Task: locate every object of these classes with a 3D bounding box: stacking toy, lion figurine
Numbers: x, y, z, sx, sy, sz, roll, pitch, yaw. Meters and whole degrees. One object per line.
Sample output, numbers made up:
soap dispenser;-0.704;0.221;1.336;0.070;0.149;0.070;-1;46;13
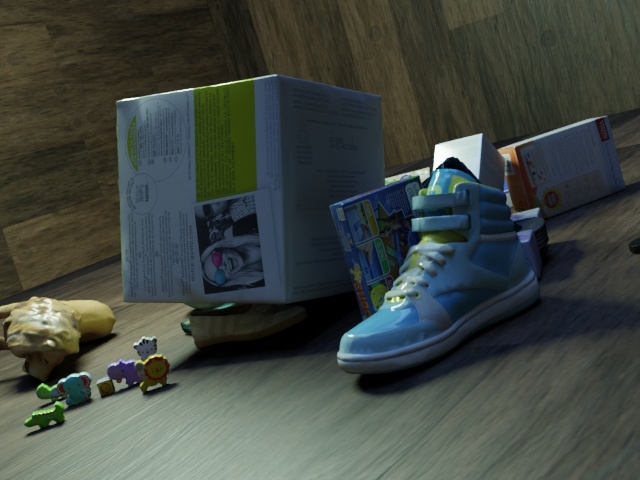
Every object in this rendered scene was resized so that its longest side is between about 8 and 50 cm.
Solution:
stacking toy;-0.342;0.215;1.346;0.221;0.052;0.167;-19;8;-11
lion figurine;-0.512;0.166;1.736;0.240;0.142;0.392;-6;7;18

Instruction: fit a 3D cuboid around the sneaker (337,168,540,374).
sneaker;0.128;0.028;1.093;0.319;0.208;0.127;-23;11;-35

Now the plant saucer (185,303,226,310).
plant saucer;-0.196;0.110;1.817;0.195;0.037;0.195;-16;7;2

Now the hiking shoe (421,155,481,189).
hiking shoe;0.150;-0.019;1.393;0.304;0.113;0.132;-34;-13;-44

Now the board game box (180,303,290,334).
board game box;-0.153;0.132;1.615;0.186;0.026;0.126;-21;10;-30

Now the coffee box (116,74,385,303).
coffee box;-0.108;-0.074;1.472;0.334;0.338;0.337;-3;0;32

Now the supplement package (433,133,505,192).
supplement package;0.278;-0.092;1.648;0.105;0.179;0.105;-11;-32;35

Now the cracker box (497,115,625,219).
cracker box;0.481;-0.142;1.731;0.232;0.156;0.067;-19;7;-19

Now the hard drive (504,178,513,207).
hard drive;0.417;-0.114;2.092;0.210;0.040;0.318;-18;8;-9

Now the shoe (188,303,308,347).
shoe;-0.125;0.131;1.447;0.219;0.058;0.076;-13;9;23

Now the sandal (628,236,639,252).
sandal;0.515;-0.017;1.209;0.179;0.040;0.067;-11;9;35

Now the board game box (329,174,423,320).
board game box;0.102;0.027;1.175;0.136;0.201;0.035;-21;9;-31

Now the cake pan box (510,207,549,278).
cake pan box;0.234;0.028;1.399;0.266;0.070;0.246;-14;11;21

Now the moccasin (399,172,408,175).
moccasin;0.152;-0.091;2.201;0.137;0.117;0.342;-13;9;26

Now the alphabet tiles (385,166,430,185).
alphabet tiles;0.162;-0.074;2.027;0.198;0.009;0.237;-13;39;17
